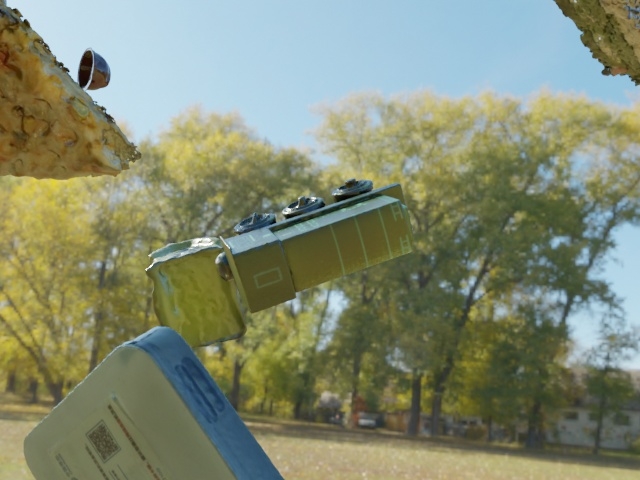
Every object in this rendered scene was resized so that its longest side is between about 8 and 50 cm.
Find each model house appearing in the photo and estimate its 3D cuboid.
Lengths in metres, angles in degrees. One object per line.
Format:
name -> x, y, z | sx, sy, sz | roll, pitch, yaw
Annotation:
model house -> -0.264, 0.101, 1.483 | 0.175, 0.193, 0.234 | -16, 13, -16

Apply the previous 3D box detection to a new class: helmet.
helmet -> -0.495, -0.366, 1.610 | 0.057, 0.111, 0.089 | 14, -30, -41

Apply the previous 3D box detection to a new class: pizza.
pizza -> -0.641, -0.238, 1.465 | 0.392, 0.080, 0.435 | -22, -55, 21

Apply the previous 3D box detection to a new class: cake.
cake -> 0.145, -0.123, 0.380 | 0.051, 0.055, 0.140 | 27, -21, 50

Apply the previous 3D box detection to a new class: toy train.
toy train -> 0.000, 0.000, 0.787 | 0.226, 0.090, 0.137 | -20, 14, -11

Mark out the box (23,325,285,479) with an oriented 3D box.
box -> -0.259, 0.384, 1.140 | 0.397, 0.395, 0.111 | -40, -9, 30

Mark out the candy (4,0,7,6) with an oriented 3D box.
candy -> -0.689, -0.512, 1.488 | 0.088, 0.312, 0.061 | -24, -27, 22
